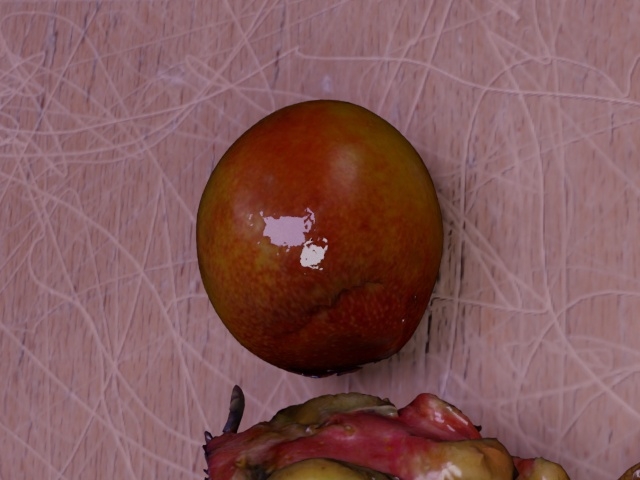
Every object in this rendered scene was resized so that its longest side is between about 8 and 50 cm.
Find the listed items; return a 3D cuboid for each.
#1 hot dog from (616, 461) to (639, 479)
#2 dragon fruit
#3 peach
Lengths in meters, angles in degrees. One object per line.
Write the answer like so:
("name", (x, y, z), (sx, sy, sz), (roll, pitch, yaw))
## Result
("hot dog", (0.297, 0.233, 1.342), (0.227, 0.099, 0.160), (-29, 57, 25))
("dragon fruit", (0.069, 0.237, 1.378), (0.263, 0.296, 0.314), (-18, 89, -1))
("peach", (0.000, 0.000, 1.552), (0.231, 0.231, 0.231), (-13, 65, 29))
